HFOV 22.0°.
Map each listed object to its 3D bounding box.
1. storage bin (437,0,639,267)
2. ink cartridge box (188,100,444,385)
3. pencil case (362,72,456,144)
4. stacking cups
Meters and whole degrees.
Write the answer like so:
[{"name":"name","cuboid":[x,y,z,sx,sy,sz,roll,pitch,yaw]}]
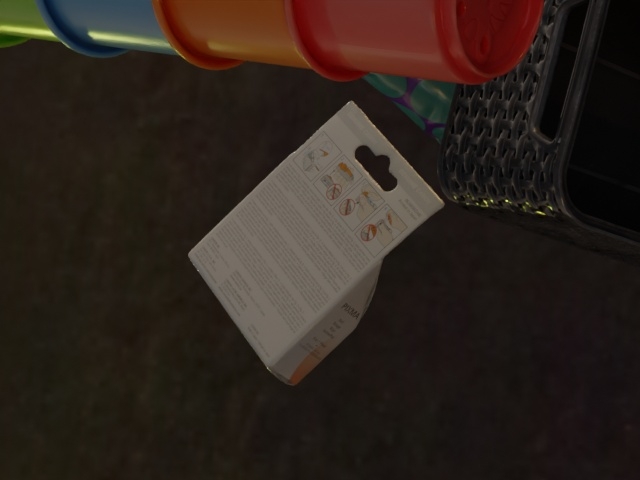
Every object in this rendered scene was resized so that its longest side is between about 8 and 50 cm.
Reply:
[{"name":"storage bin","cuboid":[0.154,-0.052,0.741,0.084,0.180,0.122,11,85,55]},{"name":"ink cartridge box","cuboid":[0.000,0.000,1.254,0.179,0.045,0.145,-42,49,4]},{"name":"pencil case","cuboid":[0.081,-0.100,1.129,0.070,0.152,0.064,-28,33,41]},{"name":"stacking cups","cuboid":[-0.060,-0.117,0.643,0.316,0.096,0.096,10,95,35]}]
